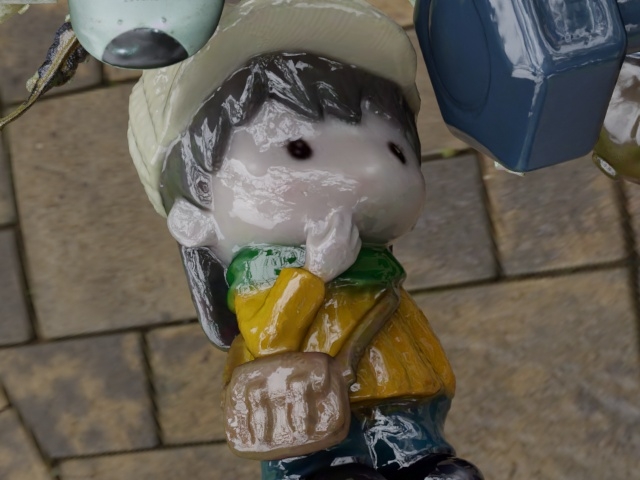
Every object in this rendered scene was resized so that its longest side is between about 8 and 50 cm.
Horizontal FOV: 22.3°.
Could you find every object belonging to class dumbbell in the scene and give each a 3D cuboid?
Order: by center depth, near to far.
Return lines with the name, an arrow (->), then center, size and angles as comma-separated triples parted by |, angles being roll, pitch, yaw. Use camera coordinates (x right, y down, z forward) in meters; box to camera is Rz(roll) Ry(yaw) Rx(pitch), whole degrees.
dumbbell -> 0.219, -0.147, 0.952 | 0.325, 0.160, 0.144 | -14, 52, -18

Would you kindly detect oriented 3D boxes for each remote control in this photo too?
remote control -> -0.092, -0.206, 0.876 | 0.097, 0.045, 0.256 | -5, 66, 1

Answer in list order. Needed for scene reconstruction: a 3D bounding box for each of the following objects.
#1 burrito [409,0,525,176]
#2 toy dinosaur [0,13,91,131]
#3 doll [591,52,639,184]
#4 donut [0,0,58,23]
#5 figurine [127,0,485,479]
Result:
burrito -> 0.131, -0.203, 1.436 | 0.309, 0.096, 0.066 | 65, 153, 10
toy dinosaur -> -0.185, -0.142, 1.212 | 0.037, 0.058, 0.180 | 39, 79, -19
doll -> 0.307, -0.206, 1.269 | 0.318, 0.209, 0.340 | 17, 102, 45
donut -> -0.393, -0.366, 1.516 | 0.371, 0.150, 0.307 | 11, 79, 1
figurine -> -0.014, 0.014, 0.958 | 0.204, 0.185, 0.332 | -11, 82, 58
